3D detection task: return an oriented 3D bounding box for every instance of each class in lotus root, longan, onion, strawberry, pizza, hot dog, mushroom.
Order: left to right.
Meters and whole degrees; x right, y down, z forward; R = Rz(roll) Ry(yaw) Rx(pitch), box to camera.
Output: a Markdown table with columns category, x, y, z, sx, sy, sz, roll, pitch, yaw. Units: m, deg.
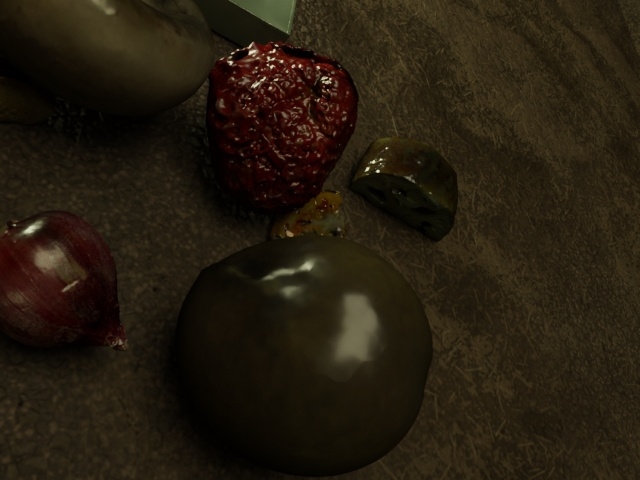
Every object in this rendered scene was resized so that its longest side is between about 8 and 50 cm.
| category | x | y | z | sx | sy | sz | roll | pitch | yaw |
| --- | --- | --- | --- | --- | --- | --- | --- | --- | --- |
| hot dog | -0.463 | -0.203 | 0.799 | 0.243 | 0.073 | 0.084 | -5 | 64 | -40 |
| onion | -0.296 | 0.061 | 0.717 | 0.195 | 0.159 | 0.159 | 49 | 46 | -8 |
| mushroom | -0.286 | -0.346 | 0.833 | 0.362 | 0.295 | 0.362 | 43 | 18 | -17 |
| strawberry | -0.050 | -0.186 | 0.975 | 0.274 | 0.221 | 0.274 | 24 | 59 | -48 |
| longan | -0.020 | 0.137 | 0.785 | 0.319 | 0.319 | 0.318 | 18 | 55 | -29 |
| pizza | 0.000 | 0.000 | 1.059 | 0.185 | 0.036 | 0.176 | -22 | 80 | -42 |
| lotus root | 0.181 | -0.105 | 1.204 | 0.235 | 0.138 | 0.118 | 32 | 59 | -26 |

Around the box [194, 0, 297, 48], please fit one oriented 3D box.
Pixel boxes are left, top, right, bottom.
| category | x | y | z | sx | sy | sz | roll | pitch | yaw |
| --- | --- | --- | --- | --- | --- | --- | --- | --- | --- |
| box | -0.165 | -0.451 | 1.160 | 0.225 | 0.086 | 0.129 | 24 | 53 | -25 |
